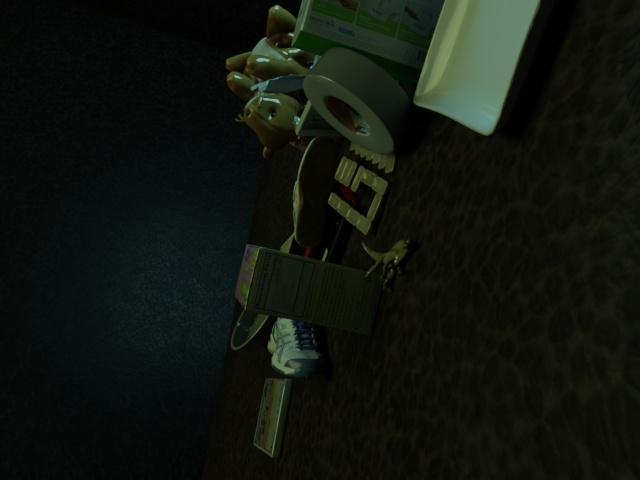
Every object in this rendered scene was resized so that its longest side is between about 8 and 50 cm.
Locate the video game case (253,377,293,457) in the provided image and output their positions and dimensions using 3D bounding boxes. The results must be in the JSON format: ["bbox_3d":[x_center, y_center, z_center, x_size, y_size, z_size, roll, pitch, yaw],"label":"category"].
[{"bbox_3d":[-0.138,0.498,1.647,0.285,0.025,0.204,143,139,-69],"label":"video game case"}]

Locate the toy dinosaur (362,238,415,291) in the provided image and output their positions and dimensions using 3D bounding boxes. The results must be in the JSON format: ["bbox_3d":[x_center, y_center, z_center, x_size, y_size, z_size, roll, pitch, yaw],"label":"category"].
[{"bbox_3d":[0.119,0.039,1.018,0.092,0.053,0.183,-64,17,-15],"label":"toy dinosaur"}]

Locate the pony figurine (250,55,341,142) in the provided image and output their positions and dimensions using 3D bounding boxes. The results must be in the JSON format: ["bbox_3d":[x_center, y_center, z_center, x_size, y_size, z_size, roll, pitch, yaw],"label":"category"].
[{"bbox_3d":[0.024,-0.446,1.511,0.351,0.303,0.363,-5,-73,-70],"label":"pony figurine"}]

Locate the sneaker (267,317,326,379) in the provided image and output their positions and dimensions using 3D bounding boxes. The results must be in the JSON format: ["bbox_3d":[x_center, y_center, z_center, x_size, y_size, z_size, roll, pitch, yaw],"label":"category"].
[{"bbox_3d":[-0.059,0.230,1.350,0.296,0.112,0.131,-155,77,-69],"label":"sneaker"}]

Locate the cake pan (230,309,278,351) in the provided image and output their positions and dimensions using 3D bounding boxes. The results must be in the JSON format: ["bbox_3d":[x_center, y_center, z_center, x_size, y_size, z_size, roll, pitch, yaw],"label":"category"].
[{"bbox_3d":[-0.185,0.235,1.858,0.293,0.054,0.293,-48,18,21],"label":"cake pan"}]

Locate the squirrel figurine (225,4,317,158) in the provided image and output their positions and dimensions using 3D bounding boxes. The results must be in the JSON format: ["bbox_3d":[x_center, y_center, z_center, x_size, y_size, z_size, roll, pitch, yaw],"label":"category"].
[{"bbox_3d":[-0.090,-0.424,1.764,0.281,0.397,0.370,-29,53,33],"label":"squirrel figurine"}]

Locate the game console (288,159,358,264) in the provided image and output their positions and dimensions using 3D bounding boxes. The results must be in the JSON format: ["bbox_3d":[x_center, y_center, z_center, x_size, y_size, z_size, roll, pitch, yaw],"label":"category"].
[{"bbox_3d":[0.000,0.000,1.540,0.342,0.060,0.386,-110,35,-58],"label":"game console"}]

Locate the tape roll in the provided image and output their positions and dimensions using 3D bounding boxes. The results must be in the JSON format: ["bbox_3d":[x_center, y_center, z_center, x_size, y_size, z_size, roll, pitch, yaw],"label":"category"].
[{"bbox_3d":[0.072,-0.261,1.092,0.072,0.219,0.219,-52,10,-9],"label":"tape roll"}]

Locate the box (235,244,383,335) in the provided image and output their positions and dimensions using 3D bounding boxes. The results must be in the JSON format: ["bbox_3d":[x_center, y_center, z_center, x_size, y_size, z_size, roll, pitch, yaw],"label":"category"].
[{"bbox_3d":[-0.030,0.092,1.127,0.213,0.243,0.117,-174,98,-76],"label":"box"}]

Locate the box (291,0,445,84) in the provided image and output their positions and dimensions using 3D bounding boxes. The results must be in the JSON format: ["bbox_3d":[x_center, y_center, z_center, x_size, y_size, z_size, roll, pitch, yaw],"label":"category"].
[{"bbox_3d":[0.103,-0.452,1.085,0.127,0.262,0.231,-161,84,-77],"label":"box"}]

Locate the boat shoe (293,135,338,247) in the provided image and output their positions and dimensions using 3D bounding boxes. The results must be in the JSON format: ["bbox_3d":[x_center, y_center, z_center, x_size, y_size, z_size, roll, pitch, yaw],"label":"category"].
[{"bbox_3d":[-0.026,-0.125,1.437,0.096,0.098,0.277,-144,65,-70],"label":"boat shoe"}]

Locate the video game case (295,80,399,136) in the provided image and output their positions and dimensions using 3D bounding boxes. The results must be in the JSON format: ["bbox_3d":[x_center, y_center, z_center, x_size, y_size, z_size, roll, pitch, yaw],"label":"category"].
[{"bbox_3d":[0.056,-0.301,1.309,0.201,0.183,0.023,125,137,-58],"label":"video game case"}]

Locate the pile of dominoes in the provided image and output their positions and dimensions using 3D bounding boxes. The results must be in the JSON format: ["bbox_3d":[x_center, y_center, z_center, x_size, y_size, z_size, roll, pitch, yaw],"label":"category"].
[{"bbox_3d":[0.103,-0.135,1.261,0.196,0.040,0.251,-67,26,13],"label":"pile of dominoes"}]

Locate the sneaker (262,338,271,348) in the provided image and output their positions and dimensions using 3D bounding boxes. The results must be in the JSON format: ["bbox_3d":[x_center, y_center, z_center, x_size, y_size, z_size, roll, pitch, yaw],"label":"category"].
[{"bbox_3d":[-0.141,0.308,1.841,0.118,0.067,0.042,-37,26,20],"label":"sneaker"}]

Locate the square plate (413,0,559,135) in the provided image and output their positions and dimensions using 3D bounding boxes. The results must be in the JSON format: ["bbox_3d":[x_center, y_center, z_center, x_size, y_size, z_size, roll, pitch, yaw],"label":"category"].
[{"bbox_3d":[0.251,-0.336,0.814,0.347,0.049,0.344,-111,38,-68],"label":"square plate"}]

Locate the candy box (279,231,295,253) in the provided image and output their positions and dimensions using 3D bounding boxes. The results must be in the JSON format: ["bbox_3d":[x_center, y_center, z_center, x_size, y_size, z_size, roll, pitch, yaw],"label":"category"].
[{"bbox_3d":[-0.107,0.055,1.849,0.105,0.027,0.206,-49,18,33],"label":"candy box"}]
